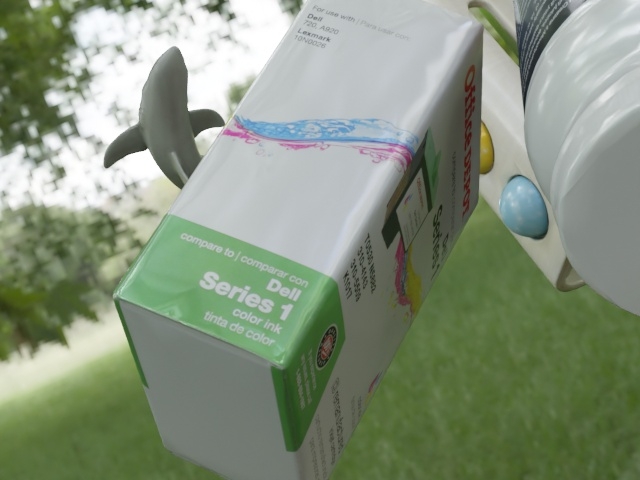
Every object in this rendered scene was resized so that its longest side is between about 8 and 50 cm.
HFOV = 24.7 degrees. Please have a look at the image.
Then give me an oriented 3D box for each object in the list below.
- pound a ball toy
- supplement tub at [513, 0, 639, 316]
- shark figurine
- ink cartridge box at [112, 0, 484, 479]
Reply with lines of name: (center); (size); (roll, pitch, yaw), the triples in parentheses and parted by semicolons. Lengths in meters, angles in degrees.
pound a ball toy: (0.161, -0.139, 1.248); (0.136, 0.319, 0.208); (-22, -32, -23)
supplement tub: (0.201, -0.107, 0.791); (0.191, 0.191, 0.272); (-23, 38, 23)
shark figurine: (-0.131, -0.078, 1.696); (0.166, 0.278, 0.116); (-43, 40, 8)
ink cartridge box: (0.000, 0.000, 0.940); (0.278, 0.117, 0.201); (-59, -20, -29)
